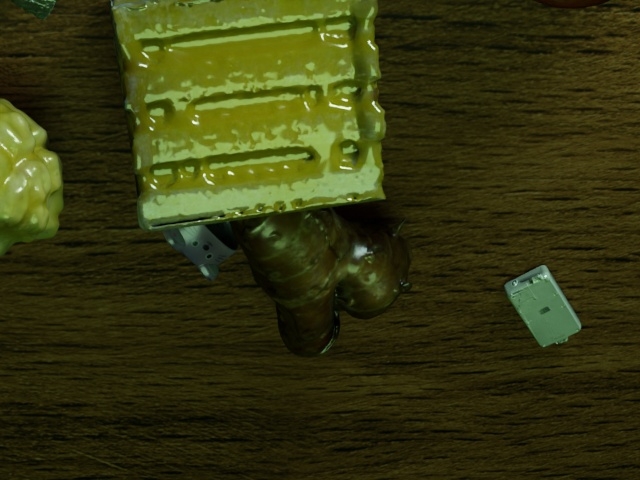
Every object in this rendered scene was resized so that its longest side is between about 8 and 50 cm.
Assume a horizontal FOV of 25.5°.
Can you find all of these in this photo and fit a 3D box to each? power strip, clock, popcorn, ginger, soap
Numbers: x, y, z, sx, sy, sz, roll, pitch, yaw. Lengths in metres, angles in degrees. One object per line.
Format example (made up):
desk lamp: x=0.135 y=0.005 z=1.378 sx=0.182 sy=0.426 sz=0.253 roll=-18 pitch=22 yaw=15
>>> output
power strip: x=0.376 y=0.114 z=2.385 sx=0.081 sy=0.035 sz=0.192 roll=-27 pitch=136 yaw=12
clock: x=-0.174 y=-0.018 z=2.034 sx=0.050 sy=0.110 sz=0.153 roll=-27 pitch=137 yaw=16
popcorn: x=-0.490 y=-0.023 z=1.772 sx=0.349 sy=0.382 sz=0.349 roll=-10 pitch=154 yaw=-5
ginger: x=0.000 y=0.000 z=2.064 sx=0.254 sy=0.176 sz=0.418 roll=-30 pitch=137 yaw=-1
soap: x=-0.087 y=-0.181 z=1.792 sx=0.335 sy=0.156 sz=0.293 roll=-10 pitch=109 yaw=-8

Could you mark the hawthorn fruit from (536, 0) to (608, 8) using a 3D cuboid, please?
hawthorn fruit: x=0.313 y=-0.415 z=1.661 sx=0.311 sy=0.295 sz=0.295 roll=25 pitch=124 yaw=-34

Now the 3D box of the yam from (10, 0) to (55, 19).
yam: x=-0.381 y=-0.342 z=1.652 sx=0.183 sy=0.107 sz=0.107 roll=26 pitch=123 yaw=-34
